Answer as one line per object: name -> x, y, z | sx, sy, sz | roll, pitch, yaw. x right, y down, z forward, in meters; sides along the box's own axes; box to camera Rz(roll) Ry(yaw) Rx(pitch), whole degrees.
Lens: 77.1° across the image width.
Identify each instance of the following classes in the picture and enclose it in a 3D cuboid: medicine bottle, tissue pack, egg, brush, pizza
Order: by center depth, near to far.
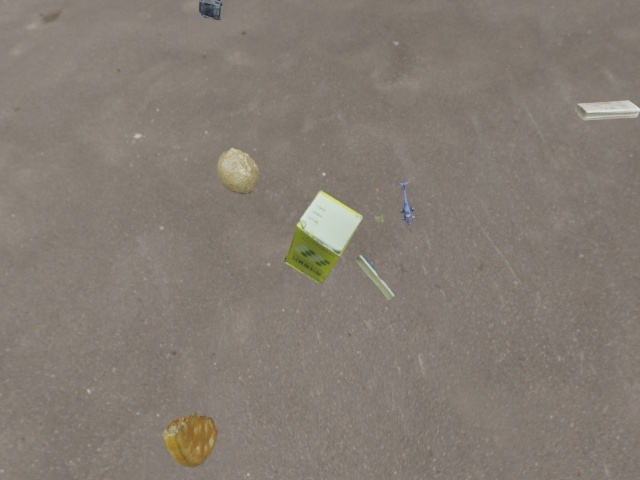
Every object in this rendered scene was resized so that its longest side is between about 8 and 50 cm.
brush -> 0.085, 0.056, 0.622 | 0.083, 0.016, 0.013 | 51, 43, 4
tissue pack -> 0.629, -0.286, 0.884 | 0.108, 0.023, 0.056 | 0, 40, 8
pizza -> -0.309, 0.476, 0.960 | 0.058, 0.246, 0.127 | -6, 73, 4
medicine bottle -> 0.000, 0.000, 1.101 | 0.137, 0.250, 0.141 | 30, 64, 3
egg -> -0.238, -0.196, 1.162 | 0.116, 0.140, 0.118 | -28, 10, -2

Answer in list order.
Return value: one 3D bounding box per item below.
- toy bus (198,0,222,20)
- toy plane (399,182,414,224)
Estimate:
toy bus -> -0.334, -0.704, 1.213 | 0.065, 0.047, 0.165 | 2, 35, -20
toy plane -> 0.337, -0.142, 1.571 | 0.054, 0.062, 0.166 | -8, 85, 9
